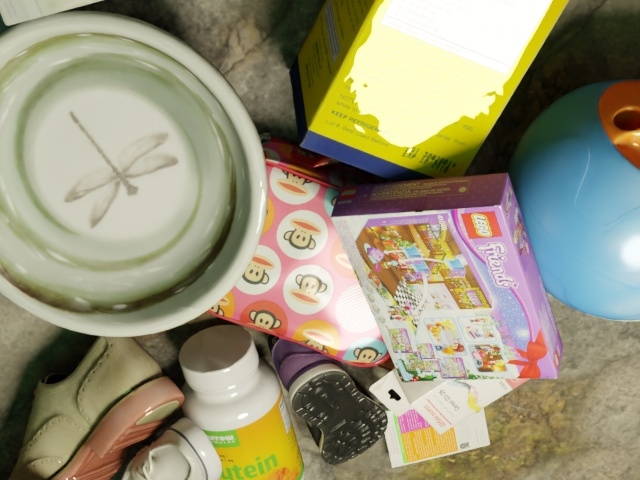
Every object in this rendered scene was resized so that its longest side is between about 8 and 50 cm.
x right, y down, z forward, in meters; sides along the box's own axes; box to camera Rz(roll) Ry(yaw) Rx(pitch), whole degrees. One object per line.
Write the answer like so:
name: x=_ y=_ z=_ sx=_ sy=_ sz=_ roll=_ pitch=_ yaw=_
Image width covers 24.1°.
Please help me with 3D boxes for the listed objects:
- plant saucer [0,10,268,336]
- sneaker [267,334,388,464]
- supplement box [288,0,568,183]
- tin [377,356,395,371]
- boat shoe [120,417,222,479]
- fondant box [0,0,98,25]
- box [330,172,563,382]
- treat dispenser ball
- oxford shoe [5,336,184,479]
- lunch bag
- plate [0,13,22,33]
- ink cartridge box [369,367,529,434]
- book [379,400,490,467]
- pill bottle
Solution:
plant saucer: x=-0.252 y=-0.084 z=1.773 sx=0.400 sy=0.100 sz=0.400 roll=3 pitch=113 yaw=8
sneaker: x=0.008 y=0.200 z=2.037 sx=0.107 sy=0.124 sz=0.283 roll=-31 pitch=146 yaw=-4
supplement box: x=0.129 y=-0.259 z=1.683 sx=0.194 sy=0.195 sz=0.356 roll=20 pitch=120 yaw=-18
tin: x=0.075 y=0.113 z=2.015 sx=0.189 sy=0.040 sz=0.106 roll=24 pitch=114 yaw=-19
boat shoe: x=-0.211 y=0.310 z=2.008 sx=0.088 sy=0.267 sz=0.096 roll=-34 pitch=90 yaw=-28
fondant box: x=-0.224 y=-0.395 z=1.621 sx=0.330 sy=0.096 sz=0.238 roll=-15 pitch=123 yaw=3
box: x=0.153 y=0.051 z=1.750 sx=0.201 sy=0.057 sz=0.293 roll=-3 pitch=134 yaw=23
treat dispenser ball: x=0.362 y=-0.049 z=1.785 sx=0.288 sy=0.288 sz=0.288 roll=-2 pitch=123 yaw=-4
oxford shoe: x=-0.339 y=0.259 z=2.038 sx=0.397 sy=0.140 sz=0.146 roll=-42 pitch=75 yaw=30
lunch bag: x=0.000 y=0.000 z=1.869 sx=0.293 sy=0.120 sz=0.258 roll=22 pitch=109 yaw=-12
plate: x=-0.431 y=-0.227 z=1.753 sx=0.188 sy=0.024 sz=0.188 roll=-2 pitch=123 yaw=-3
ink cartridge box: x=0.177 y=0.189 z=2.021 sx=0.198 sy=0.067 sz=0.115 roll=-33 pitch=142 yaw=8
book: x=0.161 y=0.261 z=2.122 sx=0.144 sy=0.035 sz=0.096 roll=-12 pitch=120 yaw=2
pill bottle: x=-0.111 y=0.240 z=2.018 sx=0.136 sy=0.136 sz=0.246 roll=-13 pitch=123 yaw=3
